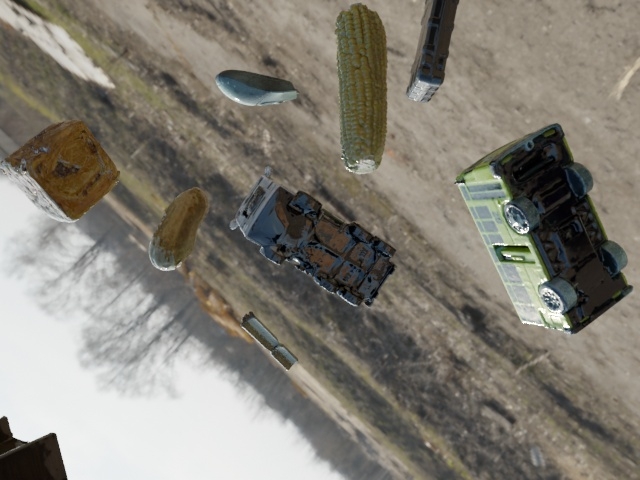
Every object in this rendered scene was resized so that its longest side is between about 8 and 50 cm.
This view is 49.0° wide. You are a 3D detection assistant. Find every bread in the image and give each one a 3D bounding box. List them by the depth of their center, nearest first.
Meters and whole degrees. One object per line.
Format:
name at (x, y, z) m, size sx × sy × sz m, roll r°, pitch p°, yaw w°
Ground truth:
bread at (-0.484, -0.126, 1.315) m, size 0.143 × 0.149 × 0.158 m, roll 11°, pitch 136°, yaw 47°

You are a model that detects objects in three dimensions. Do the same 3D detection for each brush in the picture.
brush at (-0.121, 0.240, 1.678) m, size 0.036 × 0.043 × 0.248 m, roll 53°, pitch 180°, yaw 42°

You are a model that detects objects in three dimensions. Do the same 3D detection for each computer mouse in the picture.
computer mouse at (-0.155, -0.369, 1.758) m, size 0.229 × 0.068 × 0.113 m, roll 7°, pitch 173°, yaw -28°

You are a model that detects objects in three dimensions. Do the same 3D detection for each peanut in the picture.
peanut at (-0.336, -0.028, 1.683) m, size 0.095 × 0.226 × 0.108 m, roll 12°, pitch 156°, yaw 21°

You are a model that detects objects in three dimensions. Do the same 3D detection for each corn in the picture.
corn at (0.066, -0.245, 1.109) m, size 0.086 × 0.288 × 0.086 m, roll 0°, pitch 163°, yaw 0°

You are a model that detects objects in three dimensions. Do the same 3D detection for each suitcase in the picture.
suitcase at (0.274, -0.491, 1.688) m, size 0.066 × 0.286 × 0.206 m, roll 12°, pitch 178°, yaw 0°

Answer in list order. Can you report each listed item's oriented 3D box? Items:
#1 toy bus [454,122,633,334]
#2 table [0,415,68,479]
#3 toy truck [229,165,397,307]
toy bus at (0.302, -0.016, 0.973) m, size 0.262 × 0.128 × 0.150 m, roll 63°, pitch 162°, yaw -10°
table at (-0.427, 0.355, 0.890) m, size 0.169 × 0.172 × 0.193 m, roll -3°, pitch 101°, yaw 44°
toy truck at (0.000, 0.000, 0.968) m, size 0.242 × 0.101 × 0.125 m, roll 31°, pitch -173°, yaw -28°
